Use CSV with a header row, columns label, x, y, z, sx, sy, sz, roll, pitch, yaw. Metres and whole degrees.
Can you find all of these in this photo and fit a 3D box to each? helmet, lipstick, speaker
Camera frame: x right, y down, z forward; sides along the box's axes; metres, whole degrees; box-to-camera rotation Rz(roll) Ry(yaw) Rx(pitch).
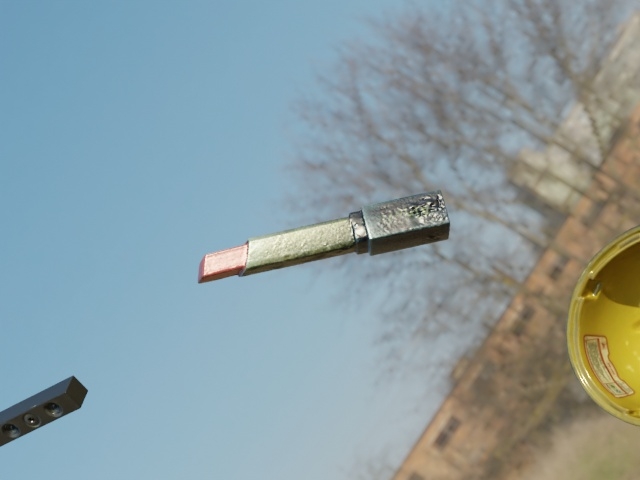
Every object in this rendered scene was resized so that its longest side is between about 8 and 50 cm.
label,x,y,z,sx,sy,sz,roll,pitch,yaw
helmet,0.387,0.081,1.578,0.257,0.205,0.140,-33,-24,35
lipstick,0.000,0.000,1.876,0.312,0.051,0.051,-12,-24,-4
speaker,-0.464,0.279,2.526,0.191,0.040,0.046,-27,26,29
